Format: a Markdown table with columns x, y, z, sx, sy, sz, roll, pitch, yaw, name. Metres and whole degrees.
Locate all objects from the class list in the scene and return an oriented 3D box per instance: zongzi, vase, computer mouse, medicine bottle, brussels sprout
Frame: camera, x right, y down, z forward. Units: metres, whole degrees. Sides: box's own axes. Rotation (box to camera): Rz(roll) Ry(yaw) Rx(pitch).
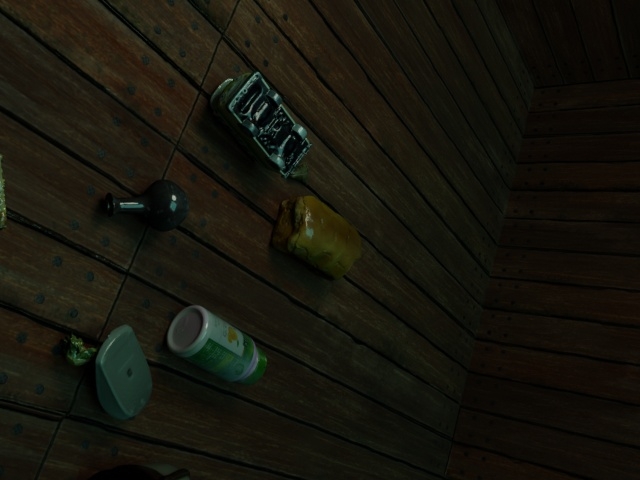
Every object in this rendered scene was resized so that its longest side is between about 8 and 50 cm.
| x | y | z | sx | sy | sz | roll | pitch | yaw | name |
| --- | --- | --- | --- | --- | --- | --- | --- | --- | --- |
| -0.069 | -0.188 | 1.851 | 0.076 | 0.040 | 0.083 | -35 | 138 | -38 | zongzi |
| -0.393 | -0.078 | 1.380 | 0.182 | 0.120 | 0.120 | -4 | 97 | -38 | vase |
| -0.442 | 0.294 | 1.348 | 0.128 | 0.079 | 0.231 | -59 | 148 | -54 | computer mouse |
| -0.255 | 0.278 | 1.567 | 0.274 | 0.133 | 0.134 | 45 | 59 | -46 | medicine bottle |
| -0.509 | 0.230 | 1.284 | 0.058 | 0.085 | 0.085 | -47 | 128 | -36 | brussels sprout |

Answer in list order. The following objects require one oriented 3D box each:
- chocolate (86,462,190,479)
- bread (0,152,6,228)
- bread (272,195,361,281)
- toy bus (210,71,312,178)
| x | y | z | sx | sy | sz | roll | pitch | yaw | name |
| --- | --- | --- | --- | --- | --- | --- | --- | --- | --- |
| -0.387 | 0.623 | 1.349 | 0.186 | 0.283 | 0.284 | 30 | 69 | -69 | chocolate |
| -0.591 | -0.082 | 1.089 | 0.127 | 0.152 | 0.147 | -1 | 92 | -60 | bread |
| 0.005 | -0.003 | 1.864 | 0.344 | 0.148 | 0.195 | 32 | 69 | -50 | bread |
| -0.164 | -0.304 | 1.606 | 0.134 | 0.164 | 0.276 | -54 | 133 | -15 | toy bus |
